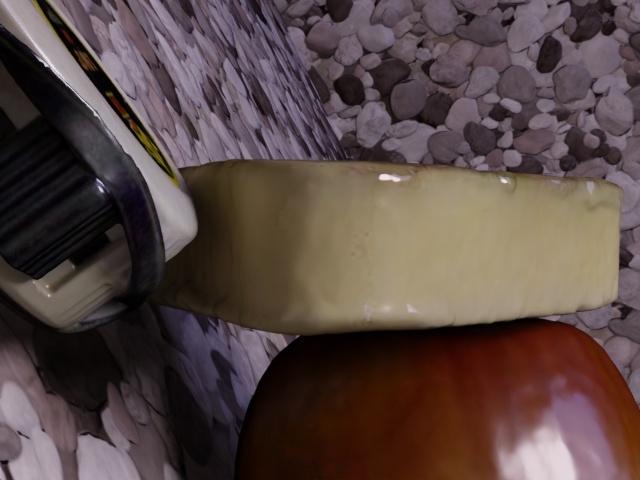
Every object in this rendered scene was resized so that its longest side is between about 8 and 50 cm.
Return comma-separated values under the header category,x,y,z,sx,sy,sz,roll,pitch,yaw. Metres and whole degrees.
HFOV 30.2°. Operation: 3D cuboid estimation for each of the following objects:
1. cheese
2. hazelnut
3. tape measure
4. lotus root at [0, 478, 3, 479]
category,x,y,z,sx,sy,sz,roll,pitch,yaw
cheese,0.001,0.000,0.870,0.384,0.384,0.104,-3,93,-80
hazelnut,0.100,0.218,0.894,0.365,0.366,0.366,60,9,-17
tape measure,-0.166,-0.046,0.648,0.231,0.133,0.271,55,-2,-9
lotus root,-0.119,0.169,0.442,0.203,0.078,0.183,-17,92,-81
